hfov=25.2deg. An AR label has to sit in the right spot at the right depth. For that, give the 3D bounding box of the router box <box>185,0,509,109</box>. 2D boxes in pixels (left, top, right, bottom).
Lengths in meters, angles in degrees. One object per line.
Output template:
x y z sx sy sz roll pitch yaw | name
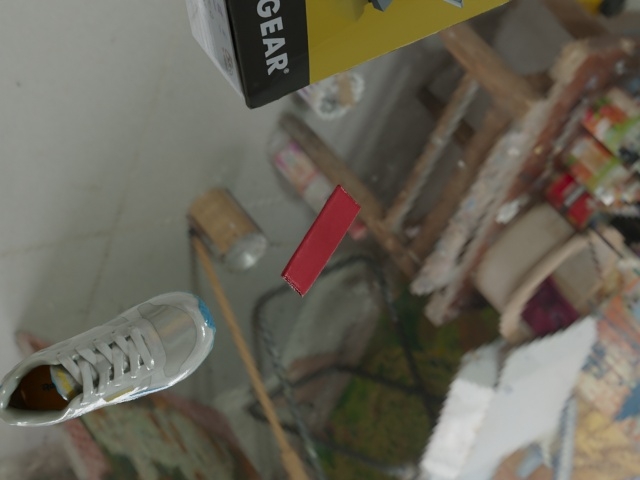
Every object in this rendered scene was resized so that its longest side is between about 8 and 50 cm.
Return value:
0.036 -0.240 0.692 0.243 0.081 0.309 -25 139 -14 | router box

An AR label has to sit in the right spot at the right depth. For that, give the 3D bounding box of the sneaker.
-0.202 0.120 1.356 0.228 0.087 0.092 -27 180 18 | sneaker

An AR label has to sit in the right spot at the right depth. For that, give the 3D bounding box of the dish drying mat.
0.000 0.000 1.070 0.032 0.008 0.083 45 69 -38 | dish drying mat
